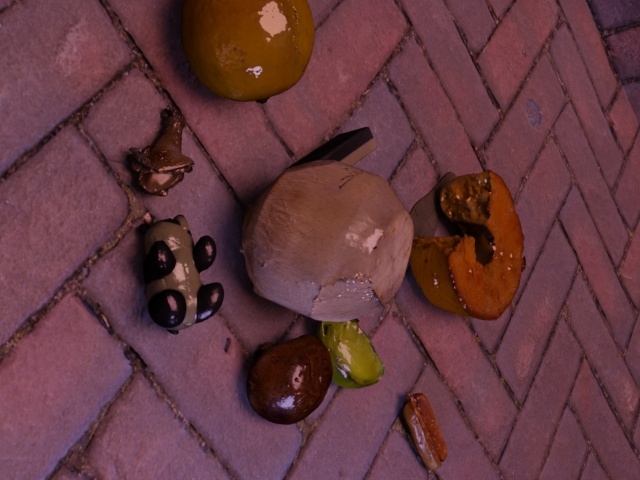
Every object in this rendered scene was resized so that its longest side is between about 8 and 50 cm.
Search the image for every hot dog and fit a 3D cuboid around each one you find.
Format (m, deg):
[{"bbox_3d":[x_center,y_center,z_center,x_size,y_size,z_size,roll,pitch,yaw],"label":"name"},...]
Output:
[{"bbox_3d":[0.270,0.495,2.266,0.092,0.062,0.236,-38,114,-43],"label":"hot dog"}]

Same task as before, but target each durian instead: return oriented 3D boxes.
[{"bbox_3d":[0.059,0.267,2.046,0.250,0.101,0.139,45,53,-30],"label":"durian"}]

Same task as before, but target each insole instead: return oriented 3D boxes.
[{"bbox_3d":[0.320,-0.083,2.452,0.348,0.009,0.119,-47,117,-40],"label":"insole"}]

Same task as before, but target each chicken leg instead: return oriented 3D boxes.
[{"bbox_3d":[-0.309,-0.176,1.740,0.125,0.080,0.196,45,52,-18],"label":"chicken leg"}]

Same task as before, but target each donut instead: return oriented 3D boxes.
[{"bbox_3d":[0.414,0.042,2.420,0.435,0.163,0.378,-52,126,-39],"label":"donut"}]

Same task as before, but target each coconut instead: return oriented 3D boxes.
[{"bbox_3d":[0.000,0.000,1.869,0.346,0.360,0.346,-43,144,-44],"label":"coconut"}]

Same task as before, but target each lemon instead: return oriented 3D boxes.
[{"bbox_3d":[-0.151,-0.440,1.797,0.297,0.297,0.297,10,77,-46],"label":"lemon"}]

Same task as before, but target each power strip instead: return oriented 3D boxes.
[{"bbox_3d":[0.033,-0.199,2.089,0.256,0.105,0.070,-40,114,-43],"label":"power strip"}]

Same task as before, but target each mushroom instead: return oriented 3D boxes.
[{"bbox_3d":[-0.053,0.308,1.890,0.231,0.138,0.194,-26,103,-46],"label":"mushroom"}]

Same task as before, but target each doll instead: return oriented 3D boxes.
[{"bbox_3d":[-0.284,0.065,1.686,0.143,0.135,0.234,-3,82,-41],"label":"doll"}]

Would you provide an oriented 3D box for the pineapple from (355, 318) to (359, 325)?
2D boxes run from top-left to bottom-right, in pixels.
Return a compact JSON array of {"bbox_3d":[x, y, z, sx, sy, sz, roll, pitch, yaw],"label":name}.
[{"bbox_3d":[0.052,0.156,2.085,0.074,0.074,0.159,-42,121,-42],"label":"pineapple"}]
